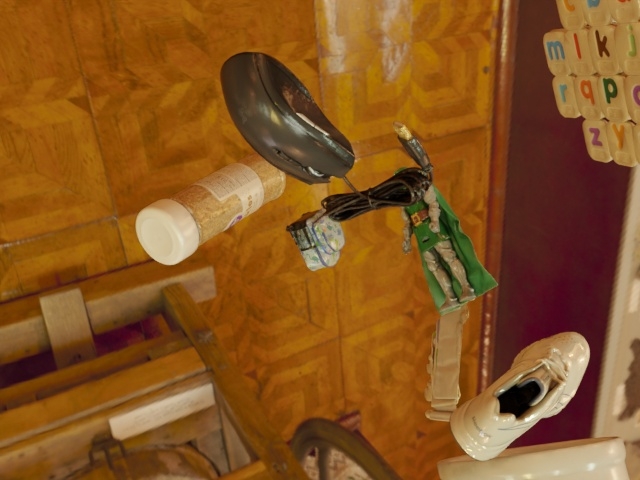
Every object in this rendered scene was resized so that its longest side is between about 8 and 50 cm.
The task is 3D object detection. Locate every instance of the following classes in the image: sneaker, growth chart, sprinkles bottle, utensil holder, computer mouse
[{"bbox_3d":[0.332,0.225,0.965,0.297,0.111,0.129,-30,159,-33],"label":"sneaker"},{"bbox_3d":[0.226,0.210,1.131,0.021,0.172,0.237,8,83,-9],"label":"growth chart"},{"bbox_3d":[-0.214,-0.078,1.305,0.355,0.121,0.121,-40,132,-49],"label":"sprinkles bottle"},{"bbox_3d":[0.401,0.560,1.092,0.328,0.328,0.385,2,70,-31],"label":"utensil holder"},{"bbox_3d":[0.008,-0.107,0.705,0.262,0.184,0.060,49,48,-32],"label":"computer mouse"}]

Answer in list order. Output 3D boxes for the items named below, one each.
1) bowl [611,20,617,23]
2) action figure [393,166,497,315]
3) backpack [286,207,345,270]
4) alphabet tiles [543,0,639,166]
[{"bbox_3d":[0.653,-0.444,1.294,0.170,0.080,0.170,4,109,12],"label":"bowl"},{"bbox_3d":[0.168,-0.010,0.964,0.064,0.232,0.137,-9,160,-36],"label":"action figure"},{"bbox_3d":[0.000,0.000,1.292,0.105,0.084,0.114,-41,113,-58],"label":"backpack"},{"bbox_3d":[0.413,-0.236,0.890,0.021,0.284,0.277,-23,108,-7],"label":"alphabet tiles"}]
